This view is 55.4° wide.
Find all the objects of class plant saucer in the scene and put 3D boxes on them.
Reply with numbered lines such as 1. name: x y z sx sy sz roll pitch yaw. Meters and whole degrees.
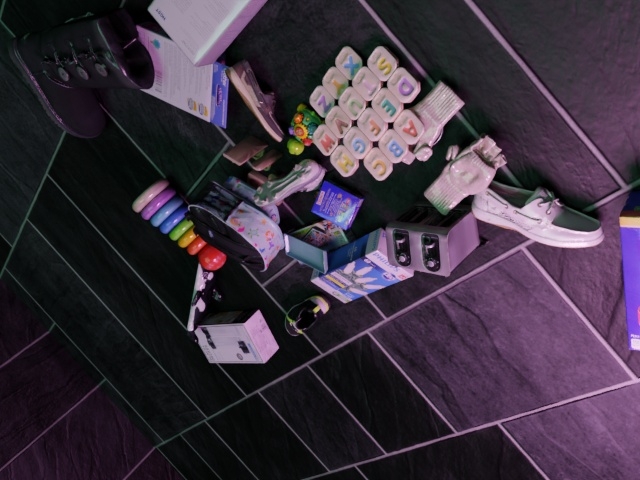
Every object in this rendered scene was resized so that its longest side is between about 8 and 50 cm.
1. plant saucer: -0.040 0.031 1.652 0.192 0.018 0.067 24 126 52

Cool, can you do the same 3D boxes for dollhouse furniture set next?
1. dollhouse furniture set: -0.177 -0.166 1.642 0.144 0.123 0.151 32 134 14

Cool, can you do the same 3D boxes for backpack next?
1. backpack: -0.216 -0.039 1.696 0.253 0.191 0.225 35 158 20

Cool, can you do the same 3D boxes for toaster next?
1. toaster: 0.265 -0.010 1.404 0.168 0.186 0.110 11 123 40

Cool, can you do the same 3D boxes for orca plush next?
1. orca plush: -0.382 0.208 2.056 0.102 0.151 0.287 10 96 -10

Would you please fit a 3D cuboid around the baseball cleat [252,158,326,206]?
1. baseball cleat: -0.074 -0.136 1.584 0.206 0.109 0.072 -26 65 28

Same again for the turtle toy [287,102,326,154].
1. turtle toy: -0.041 -0.269 1.511 0.095 0.066 0.130 38 135 8

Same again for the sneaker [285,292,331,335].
1. sneaker: -0.059 0.236 1.858 0.084 0.097 0.234 44 135 2

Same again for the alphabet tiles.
1. alphabet tiles: 0.095 -0.284 1.364 0.278 0.021 0.284 52 125 16

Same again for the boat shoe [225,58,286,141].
1. boat shoe: -0.147 -0.349 1.525 0.073 0.080 0.223 -36 114 4

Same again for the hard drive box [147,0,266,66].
1. hard drive box: -0.262 -0.553 1.418 0.232 0.089 0.181 -38 93 30

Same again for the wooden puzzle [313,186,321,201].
1. wooden puzzle: 0.007 -0.110 1.630 0.049 0.006 0.083 5 122 34

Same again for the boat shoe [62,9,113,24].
1. boat shoe: -0.627 -0.592 1.703 0.254 0.079 0.095 15 128 28

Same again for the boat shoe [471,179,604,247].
1. boat shoe: 0.451 -0.065 1.273 0.277 0.098 0.096 18 130 27

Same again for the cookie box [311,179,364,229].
1. cookie box: 0.044 -0.093 1.568 0.107 0.040 0.092 29 107 16

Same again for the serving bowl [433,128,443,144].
1. serving bowl: 0.235 -0.250 1.346 0.083 0.027 0.083 13 116 29

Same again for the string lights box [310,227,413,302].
1. string lights box: 0.110 0.070 1.602 0.133 0.076 0.260 34 141 -25

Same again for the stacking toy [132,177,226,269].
1. stacking toy: -0.432 -0.033 1.925 0.330 0.141 0.141 48 136 -8

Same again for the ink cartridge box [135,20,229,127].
1. ink cartridge box: -0.356 -0.441 1.624 0.311 0.065 0.185 29 132 20

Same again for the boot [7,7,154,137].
1. boot: -0.619 -0.446 1.711 0.445 0.146 0.367 1 143 33

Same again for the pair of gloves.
1. pair of gloves: 0.261 -0.191 1.307 0.204 0.042 0.240 -39 86 38

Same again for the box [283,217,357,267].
1. box: 0.000 0.000 1.692 0.207 0.036 0.114 -20 107 43

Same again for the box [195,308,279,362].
1. box: -0.302 0.336 2.113 0.290 0.087 0.169 -8 115 40

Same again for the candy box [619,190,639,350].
1. candy box: 0.726 0.067 1.147 0.268 0.122 0.317 2 119 36
